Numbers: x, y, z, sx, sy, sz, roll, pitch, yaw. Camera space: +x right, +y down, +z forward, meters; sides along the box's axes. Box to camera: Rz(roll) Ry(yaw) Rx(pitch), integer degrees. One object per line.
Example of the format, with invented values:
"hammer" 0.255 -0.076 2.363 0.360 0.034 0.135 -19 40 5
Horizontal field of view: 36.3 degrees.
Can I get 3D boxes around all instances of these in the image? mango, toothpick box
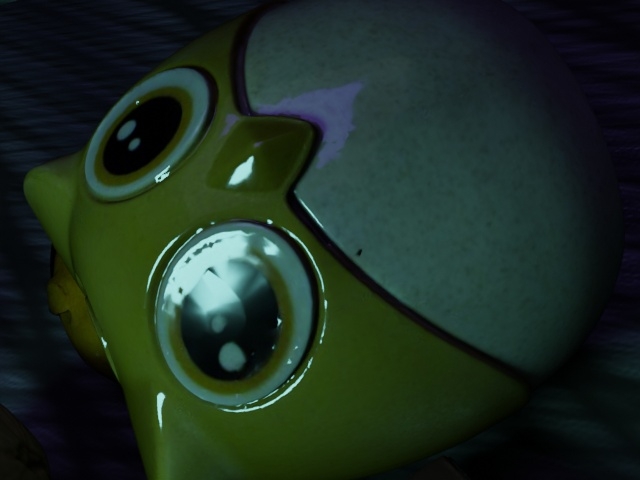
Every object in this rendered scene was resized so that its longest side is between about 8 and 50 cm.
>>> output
"mango" -0.202 0.048 1.100 0.201 0.153 0.287 -23 34 6
"toothpick box" 0.000 0.000 0.833 0.425 0.409 0.409 -25 35 -9

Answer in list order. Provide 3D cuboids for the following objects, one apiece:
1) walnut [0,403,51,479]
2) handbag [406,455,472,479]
"walnut" -0.349 0.244 0.864 0.227 0.228 0.228 -14 35 10
"handbag" 0.060 0.303 0.680 0.260 0.084 0.275 -32 35 -14
